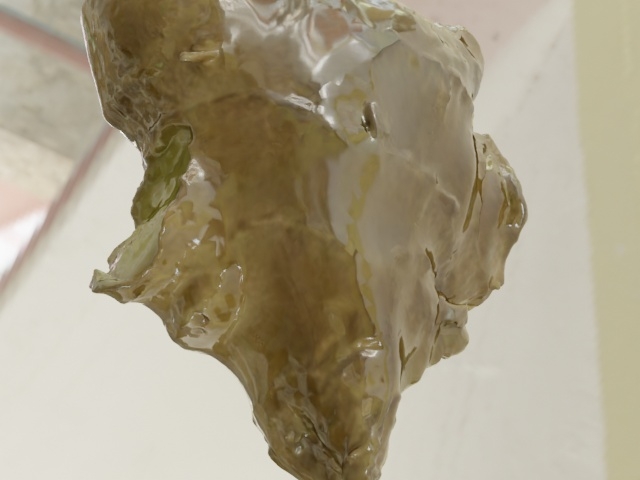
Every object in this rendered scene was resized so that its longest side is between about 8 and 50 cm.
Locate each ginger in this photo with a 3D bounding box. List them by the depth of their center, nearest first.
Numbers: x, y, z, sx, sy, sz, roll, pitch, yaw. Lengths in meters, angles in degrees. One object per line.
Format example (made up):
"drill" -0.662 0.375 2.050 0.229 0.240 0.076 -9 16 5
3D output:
"ginger" 0.000 0.000 0.784 0.123 0.219 0.270 -39 -124 56
